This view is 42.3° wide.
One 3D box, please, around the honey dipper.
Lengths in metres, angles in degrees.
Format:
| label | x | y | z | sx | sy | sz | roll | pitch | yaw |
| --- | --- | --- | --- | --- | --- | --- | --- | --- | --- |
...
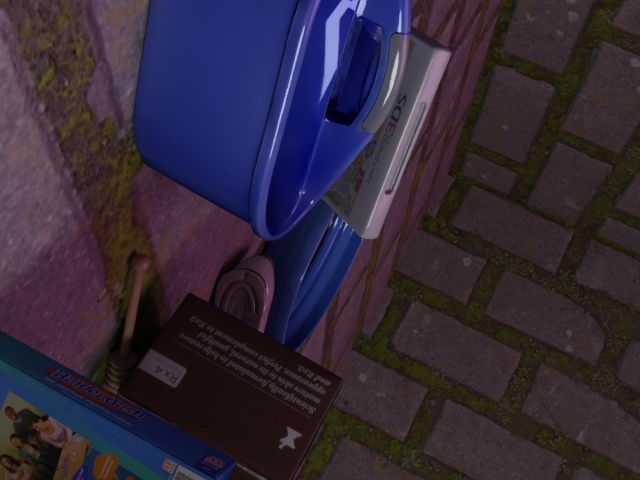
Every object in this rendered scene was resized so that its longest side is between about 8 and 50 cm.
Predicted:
| label | x | y | z | sx | sy | sz | roll | pitch | yaw |
| --- | --- | --- | --- | --- | --- | --- | --- | --- | --- |
| honey dipper | -0.188 | 0.083 | 0.818 | 0.030 | 0.030 | 0.161 | -46 | 157 | -58 |

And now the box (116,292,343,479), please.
| label | x | y | z | sx | sy | sz | roll | pitch | yaw |
| --- | --- | --- | --- | --- | --- | --- | --- | --- | --- |
| box | -0.115 | 0.228 | 0.969 | 0.143 | 0.191 | 0.381 | -58 | 175 | -27 |

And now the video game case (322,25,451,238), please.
| label | x | y | z | sx | sy | sz | roll | pitch | yaw |
| --- | --- | --- | --- | --- | --- | --- | --- | --- | --- |
| video game case | 0.026 | -0.147 | 0.873 | 0.026 | 0.227 | 0.206 | 0 | 122 | -35 |

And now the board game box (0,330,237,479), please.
| label | x | y | z | sx | sy | sz | roll | pitch | yaw |
| --- | --- | --- | --- | --- | --- | --- | --- | --- | --- |
| board game box | -0.186 | 0.178 | 0.573 | 0.160 | 0.210 | 0.047 | -64 | 170 | 4 |

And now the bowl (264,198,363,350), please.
| label | x | y | z | sx | sy | sz | roll | pitch | yaw |
| --- | --- | --- | --- | --- | --- | --- | --- | --- | --- |
| bowl | 0.000 | 0.000 | 1.375 | 0.391 | 0.077 | 0.391 | -60 | 169 | -21 |

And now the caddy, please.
| label | x | y | z | sx | sy | sz | roll | pitch | yaw |
| --- | --- | --- | --- | --- | --- | --- | --- | --- | --- |
| caddy | -0.013 | -0.163 | 0.693 | 0.241 | 0.179 | 0.341 | -48 | 160 | -53 |

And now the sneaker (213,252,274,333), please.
| label | x | y | z | sx | sy | sz | roll | pitch | yaw |
| --- | --- | --- | --- | --- | --- | --- | --- | --- | --- |
| sneaker | -0.113 | 0.130 | 1.139 | 0.095 | 0.090 | 0.235 | -62 | 175 | -67 |
